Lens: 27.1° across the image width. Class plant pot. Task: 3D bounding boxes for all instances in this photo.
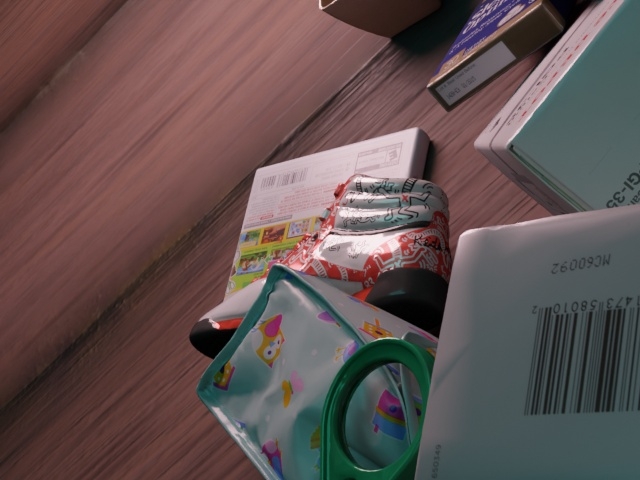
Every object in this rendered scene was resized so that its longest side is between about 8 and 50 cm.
[{"bbox_3d":[0.069,-0.280,1.406,0.109,0.096,0.109,-27,46,30],"label":"plant pot"}]

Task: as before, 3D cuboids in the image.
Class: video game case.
[{"bbox_3d":[0.000,0.000,1.335,0.227,0.026,0.206,-11,56,40],"label":"video game case"}]

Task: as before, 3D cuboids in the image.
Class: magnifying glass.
[{"bbox_3d":[0.019,0.174,0.852,0.092,0.026,0.231,14,80,46],"label":"magnifying glass"}]

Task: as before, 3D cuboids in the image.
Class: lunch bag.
[{"bbox_3d":[0.069,0.151,0.994,0.262,0.223,0.160,36,96,50],"label":"lunch bag"}]

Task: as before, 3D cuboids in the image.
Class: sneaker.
[{"bbox_3d":[0.003,0.027,1.223,0.270,0.090,0.145,-16,52,34],"label":"sneaker"}]

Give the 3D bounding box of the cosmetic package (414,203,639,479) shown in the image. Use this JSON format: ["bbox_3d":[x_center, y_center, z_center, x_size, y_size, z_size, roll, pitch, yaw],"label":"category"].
[{"bbox_3d":[0.238,0.129,0.719,0.197,0.365,0.155,-9,59,40],"label":"cosmetic package"}]

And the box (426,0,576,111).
[{"bbox_3d":[0.184,-0.213,1.197,0.136,0.036,0.225,-34,14,39],"label":"box"}]

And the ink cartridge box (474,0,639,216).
[{"bbox_3d":[0.230,-0.114,0.990,0.207,0.117,0.283,-51,1,4],"label":"ink cartridge box"}]
